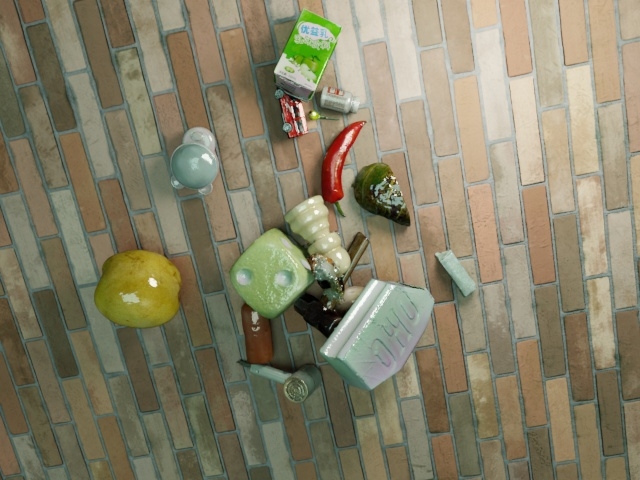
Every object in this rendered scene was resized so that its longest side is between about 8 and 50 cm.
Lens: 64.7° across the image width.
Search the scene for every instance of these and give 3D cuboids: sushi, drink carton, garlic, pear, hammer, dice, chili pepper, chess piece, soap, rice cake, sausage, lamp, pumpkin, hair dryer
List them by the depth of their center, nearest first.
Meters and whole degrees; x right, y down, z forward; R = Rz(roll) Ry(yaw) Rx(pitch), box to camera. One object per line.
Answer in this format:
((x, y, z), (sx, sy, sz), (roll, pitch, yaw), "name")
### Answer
((-0.051, -0.641, 1.760), (0.161, 0.108, 0.271), (24, 82, -6), "drink carton")
((0.037, 0.137, 1.769), (0.097, 0.103, 0.226), (-28, 117, 5), "sushi")
((0.224, 0.322, 1.843), (0.261, 0.156, 0.446), (51, 61, -22), "soap")
((0.000, 0.000, 1.867), (0.167, 0.167, 0.300), (-29, 84, 8), "chess piece")
((-0.168, 0.124, 1.871), (0.250, 0.252, 0.254), (45, 99, 6), "dice")
((0.224, -0.146, 1.879), (0.163, 0.111, 0.279), (-23, 100, 0), "pumpkin")
((0.074, -0.271, 1.882), (0.137, 0.092, 0.369), (8, 106, -15), "chili pepper")
((-0.467, -0.300, 1.885), (0.179, 0.108, 0.246), (12, 102, -5), "lamp")
((-0.681, 0.182, 1.903), (0.314, 0.314, 0.315), (0, 102, 2), "pear")
((0.077, 0.158, 1.937), (0.095, 0.242, 0.409), (34, 86, -41), "hammer")
((0.530, 0.124, 1.958), (0.069, 0.063, 0.206), (-34, 99, 7), "rice cake")
((0.177, 0.249, 1.988), (0.266, 0.148, 0.129), (1, 66, 6), "garlic")
((-0.252, 0.360, 2.018), (0.113, 0.113, 0.259), (-4, 103, 3), "sausage")
((-0.182, 0.537, 2.052), (0.357, 0.173, 0.108), (15, 98, 18), "hair dryer")

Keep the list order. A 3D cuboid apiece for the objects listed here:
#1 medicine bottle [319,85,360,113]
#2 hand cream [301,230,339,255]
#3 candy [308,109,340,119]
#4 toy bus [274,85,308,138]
((0.070, -0.506, 1.833), (0.140, 0.079, 0.079), (14, 102, 0), "medicine bottle")
((0.002, 0.010, 1.975), (0.165, 0.037, 0.057), (-29, 99, 14), "hand cream")
((0.014, -0.456, 1.874), (0.122, 0.035, 0.035), (9, 106, -8), "candy")
((-0.109, -0.475, 1.849), (0.089, 0.081, 0.195), (-14, 101, -5), "toy bus")
